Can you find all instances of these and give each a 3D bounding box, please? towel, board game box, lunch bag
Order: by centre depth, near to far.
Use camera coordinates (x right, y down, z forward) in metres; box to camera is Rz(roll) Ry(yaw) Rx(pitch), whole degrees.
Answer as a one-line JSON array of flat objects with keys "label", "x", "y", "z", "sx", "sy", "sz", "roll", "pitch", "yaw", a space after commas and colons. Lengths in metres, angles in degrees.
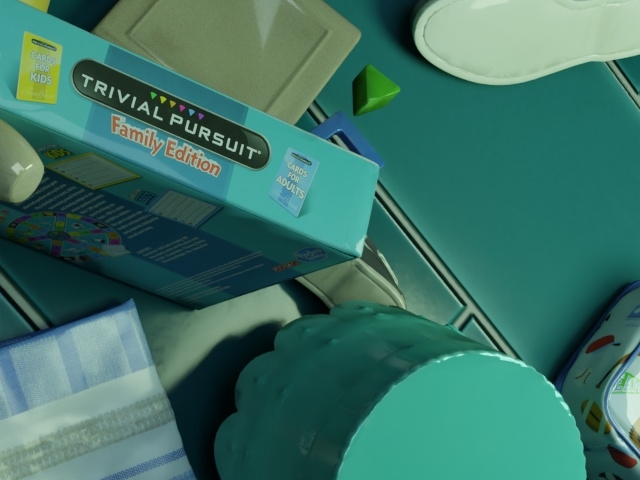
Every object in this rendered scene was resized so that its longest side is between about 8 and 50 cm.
[{"label": "board game box", "x": -0.167, "y": -0.056, "z": 1.060, "sx": 0.336, "sy": 0.254, "sz": 0.079, "roll": 23, "pitch": 67, "yaw": -27}, {"label": "towel", "x": -0.188, "y": 0.207, "z": 1.129, "sx": 0.209, "sy": 0.034, "sz": 0.285, "roll": -18, "pitch": 90, "yaw": -34}, {"label": "lunch bag", "x": 0.384, "y": 0.192, "z": 1.444, "sx": 0.303, "sy": 0.115, "sz": 0.243, "roll": 50, "pitch": 57, "yaw": -13}]

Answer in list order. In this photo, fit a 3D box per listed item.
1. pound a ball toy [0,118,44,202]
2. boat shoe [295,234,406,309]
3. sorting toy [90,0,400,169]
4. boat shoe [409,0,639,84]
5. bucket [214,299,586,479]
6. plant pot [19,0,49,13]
[{"label": "pound a ball toy", "x": -0.337, "y": 0.040, "z": 0.888, "sx": 0.319, "sy": 0.208, "sz": 0.136, "roll": -33, "pitch": 65, "yaw": -31}, {"label": "boat shoe", "x": 0.000, "y": 0.000, "z": 1.283, "sx": 0.206, "sy": 0.075, "sz": 0.065, "roll": 48, "pitch": 17, "yaw": -9}, {"label": "sorting toy", "x": -0.083, "y": -0.173, "z": 1.249, "sx": 0.348, "sy": 0.047, "sz": 0.196, "roll": 38, "pitch": 58, "yaw": -6}, {"label": "boat shoe", "x": 0.216, "y": -0.234, "z": 1.449, "sx": 0.320, "sy": 0.116, "sz": 0.099, "roll": -9, "pitch": 42, "yaw": -26}, {"label": "bucket", "x": 0.068, "y": 0.194, "z": 1.168, "sx": 0.281, "sy": 0.183, "sz": 0.281, "roll": -3, "pitch": 97, "yaw": -29}, {"label": "plant pot", "x": -0.276, "y": -0.275, "z": 1.054, "sx": 0.254, "sy": 0.254, "sz": 0.239, "roll": 1, "pitch": 95, "yaw": -32}]
